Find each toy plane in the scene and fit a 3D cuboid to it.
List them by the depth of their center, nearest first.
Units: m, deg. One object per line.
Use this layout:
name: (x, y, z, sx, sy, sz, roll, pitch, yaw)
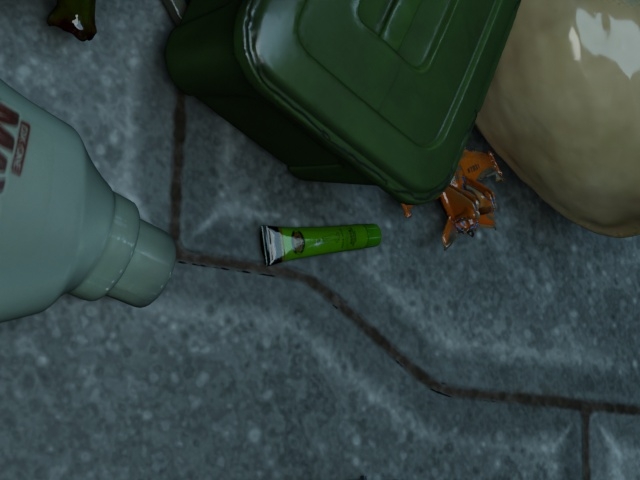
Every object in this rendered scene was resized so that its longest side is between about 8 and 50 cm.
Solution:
toy plane: (0.109, -0.086, 1.270, 0.135, 0.062, 0.188, -24, 82, -36)

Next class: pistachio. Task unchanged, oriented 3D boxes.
pistachio: (0.251, -0.157, 1.293, 0.230, 0.230, 0.309, -41, 113, -33)

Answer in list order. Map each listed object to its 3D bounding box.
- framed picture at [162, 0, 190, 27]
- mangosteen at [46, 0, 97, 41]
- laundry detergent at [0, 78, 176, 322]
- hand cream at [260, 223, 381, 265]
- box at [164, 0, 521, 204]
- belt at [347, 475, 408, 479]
framed picture: (-0.108, -0.327, 1.178, 0.209, 0.019, 0.281, -37, 103, -34)
mangosteen: (-0.203, -0.270, 1.004, 0.211, 0.211, 0.250, -35, 128, -35)
laundry detergent: (-0.288, -0.035, 0.936, 0.398, 0.124, 0.264, 27, 66, -31)
hand cream: (0.000, 0.000, 1.192, 0.122, 0.023, 0.036, -6, 88, -32)
box: (0.029, -0.216, 1.140, 0.253, 0.178, 0.329, 36, 69, -32)
belt: (-0.004, 0.275, 1.077, 0.218, 0.122, 0.128, -6, 88, -37)
